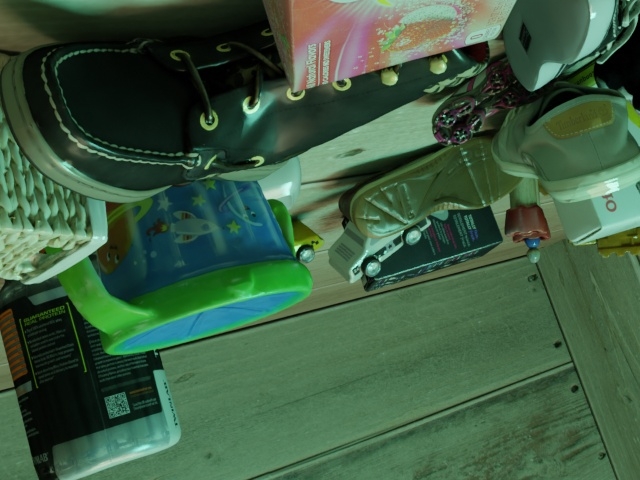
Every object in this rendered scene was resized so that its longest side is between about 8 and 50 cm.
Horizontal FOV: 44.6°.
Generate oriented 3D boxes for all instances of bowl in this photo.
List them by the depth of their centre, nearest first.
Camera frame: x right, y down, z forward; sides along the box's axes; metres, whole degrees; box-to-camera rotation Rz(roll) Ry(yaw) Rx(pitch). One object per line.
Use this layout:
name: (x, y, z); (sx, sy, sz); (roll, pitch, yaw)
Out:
bowl: (-0.091, -0.068, 1.155); (0.142, 0.053, 0.142); (-18, 170, -7)

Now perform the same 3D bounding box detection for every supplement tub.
supplement tub: (-0.344, 0.164, 1.137); (0.207, 0.338, 0.207); (-17, 170, -3)

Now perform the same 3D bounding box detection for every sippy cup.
sippy cup: (-0.151, -0.013, 0.867); (0.240, 0.224, 0.305); (-17, 169, -3)

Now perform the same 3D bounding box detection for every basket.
basket: (-0.257, -0.059, 0.637); (0.113, 0.167, 0.103); (-26, 160, 36)

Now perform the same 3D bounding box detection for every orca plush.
orca plush: (0.393, -0.240, 0.932); (0.102, 0.151, 0.287); (22, -174, -8)

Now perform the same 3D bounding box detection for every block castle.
block castle: (0.615, -0.069, 1.607); (0.453, 0.213, 0.303); (-5, 175, 18)

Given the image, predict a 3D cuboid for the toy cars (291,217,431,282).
toy cars: (0.000, 0.000, 1.421); (0.394, 0.176, 0.087); (-11, 131, 22)

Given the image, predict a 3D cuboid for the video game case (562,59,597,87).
video game case: (0.535, -0.281, 1.142); (0.275, 0.035, 0.248); (-10, 167, -35)

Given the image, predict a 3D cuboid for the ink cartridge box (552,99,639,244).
ink cartridge box: (0.557, -0.145, 1.355); (0.306, 0.226, 0.131); (-17, 169, -10)

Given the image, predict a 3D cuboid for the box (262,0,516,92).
box: (0.032, -0.209, 0.392); (0.154, 0.142, 0.300); (-16, 169, -5)

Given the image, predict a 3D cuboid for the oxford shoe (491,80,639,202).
oxford shoe: (0.331, -0.159, 1.096); (0.169, 0.130, 0.449); (-21, -170, 8)

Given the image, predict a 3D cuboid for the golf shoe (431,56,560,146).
golf shoe: (0.225, -0.199, 1.019); (0.186, 0.067, 0.086); (-29, -159, 21)

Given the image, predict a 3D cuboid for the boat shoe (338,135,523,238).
boat shoe: (0.191, -0.103, 1.345); (0.342, 0.123, 0.123); (-23, -159, -15)

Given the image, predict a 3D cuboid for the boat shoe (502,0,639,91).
boat shoe: (0.257, -0.225, 0.773); (0.105, 0.113, 0.306); (-26, 171, 5)

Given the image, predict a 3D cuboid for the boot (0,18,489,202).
boot: (-0.034, -0.141, 0.638); (0.284, 0.138, 0.377); (-22, 173, 26)

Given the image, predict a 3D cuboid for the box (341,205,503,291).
box: (0.199, -0.019, 1.568); (0.270, 0.165, 0.143); (-16, 169, -8)
